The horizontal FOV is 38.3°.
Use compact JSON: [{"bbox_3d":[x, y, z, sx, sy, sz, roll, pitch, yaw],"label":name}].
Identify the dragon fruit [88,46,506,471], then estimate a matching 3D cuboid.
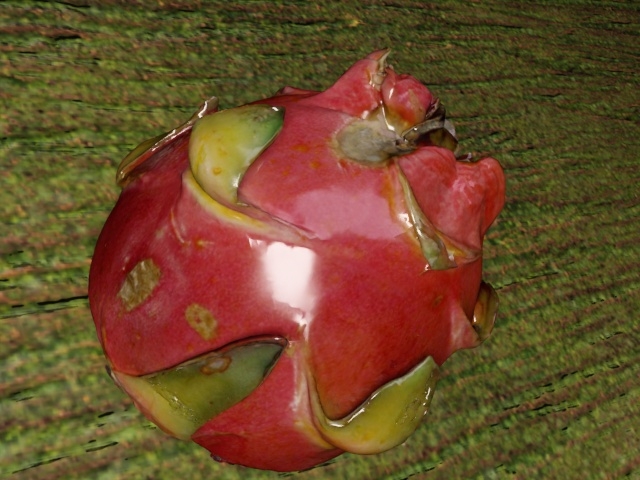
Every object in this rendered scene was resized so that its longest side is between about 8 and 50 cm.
[{"bbox_3d":[0.000,0.000,0.678,0.305,0.226,0.305,23,47,-27],"label":"dragon fruit"}]
